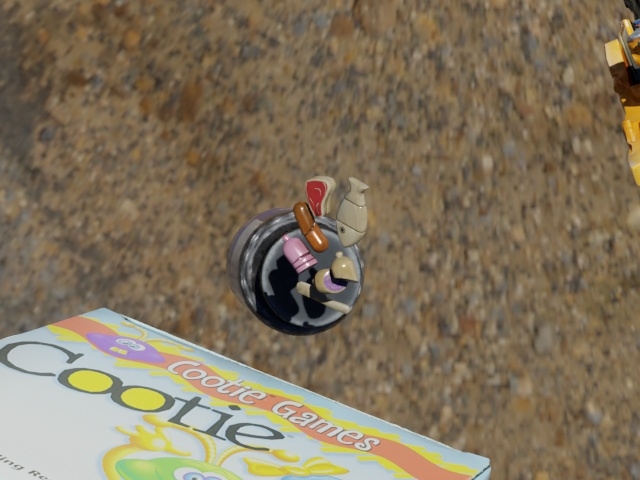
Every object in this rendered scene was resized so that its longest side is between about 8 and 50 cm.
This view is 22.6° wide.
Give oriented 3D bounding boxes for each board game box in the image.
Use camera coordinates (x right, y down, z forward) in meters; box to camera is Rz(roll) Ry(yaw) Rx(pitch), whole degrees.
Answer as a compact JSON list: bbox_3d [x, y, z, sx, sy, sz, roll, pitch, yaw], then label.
[{"bbox_3d":[-0.071,0.180,0.465,0.144,0.142,0.275,20,104,19],"label":"board game box"}]

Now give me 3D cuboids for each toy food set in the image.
[{"bbox_3d":[0.000,0.000,1.287,0.078,0.019,0.122,23,123,33],"label":"toy food set"}]

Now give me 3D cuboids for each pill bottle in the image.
[{"bbox_3d":[-0.024,0.030,1.569,0.123,0.219,0.122,0,92,-9],"label":"pill bottle"}]

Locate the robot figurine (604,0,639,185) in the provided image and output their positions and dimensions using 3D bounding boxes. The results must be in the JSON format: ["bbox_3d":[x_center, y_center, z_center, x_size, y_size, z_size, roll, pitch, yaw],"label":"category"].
[{"bbox_3d":[0.199,0.014,0.676,0.085,0.211,0.291,-19,128,16],"label":"robot figurine"}]
